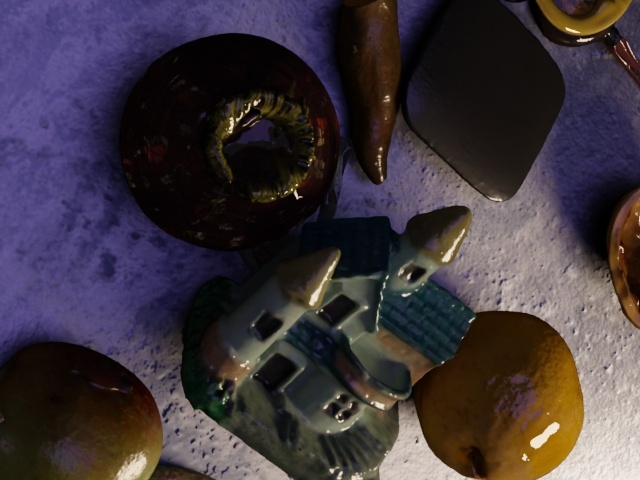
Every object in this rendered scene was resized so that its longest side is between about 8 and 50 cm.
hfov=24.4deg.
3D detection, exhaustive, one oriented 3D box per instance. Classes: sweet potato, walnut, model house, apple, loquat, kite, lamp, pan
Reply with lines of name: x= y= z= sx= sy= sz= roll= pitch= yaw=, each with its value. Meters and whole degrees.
sweet potato: x=0.056 y=-0.187 z=1.711 sx=0.077 sy=0.077 sz=0.244 roll=-8 pitch=113 yaw=-19
walnut: x=0.426 y=0.020 z=1.852 sx=0.167 sy=0.087 sz=0.211 roll=-20 pitch=100 yaw=-10
model house: x=0.046 y=0.087 z=1.593 sx=0.267 sy=0.194 sz=0.325 roll=38 pitch=115 yaw=-18
apple: x=-0.278 y=0.209 z=1.579 sx=0.188 sy=0.173 sz=0.207 roll=42 pitch=65 yaw=-21
loquat: x=0.210 y=0.183 z=1.728 sx=0.208 sy=0.208 sz=0.208 roll=-2 pitch=96 yaw=-20
kite: x=-0.001 y=0.000 z=1.737 sx=0.229 sy=0.012 sz=0.250 roll=11 pitch=90 yaw=-22
lamp: x=-0.094 y=-0.104 z=1.582 sx=0.247 sy=0.247 sz=0.247 roll=-2 pitch=96 yaw=-20
pan: x=0.347 y=-0.260 z=1.824 sx=0.212 sy=0.040 sz=0.115 roll=44 pitch=85 yaw=-17

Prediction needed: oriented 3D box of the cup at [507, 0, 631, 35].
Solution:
cup: x=0.284 y=-0.395 z=1.740 sx=0.256 sy=0.178 sz=0.255 roll=-40 pitch=140 yaw=-14

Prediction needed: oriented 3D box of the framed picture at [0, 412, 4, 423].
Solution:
framed picture: x=-0.486 y=0.121 z=1.500 sx=0.213 sy=0.016 sz=0.289 roll=-32 pitch=77 yaw=-14

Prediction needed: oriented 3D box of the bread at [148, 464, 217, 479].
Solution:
bread: x=-0.197 y=0.403 z=1.686 sx=0.301 sy=0.045 sz=0.301 roll=-2 pitch=95 yaw=-19

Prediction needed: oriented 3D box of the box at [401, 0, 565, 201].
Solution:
box: x=0.193 y=-0.173 z=1.759 sx=0.212 sy=0.042 sz=0.201 roll=38 pitch=75 yaw=-27
